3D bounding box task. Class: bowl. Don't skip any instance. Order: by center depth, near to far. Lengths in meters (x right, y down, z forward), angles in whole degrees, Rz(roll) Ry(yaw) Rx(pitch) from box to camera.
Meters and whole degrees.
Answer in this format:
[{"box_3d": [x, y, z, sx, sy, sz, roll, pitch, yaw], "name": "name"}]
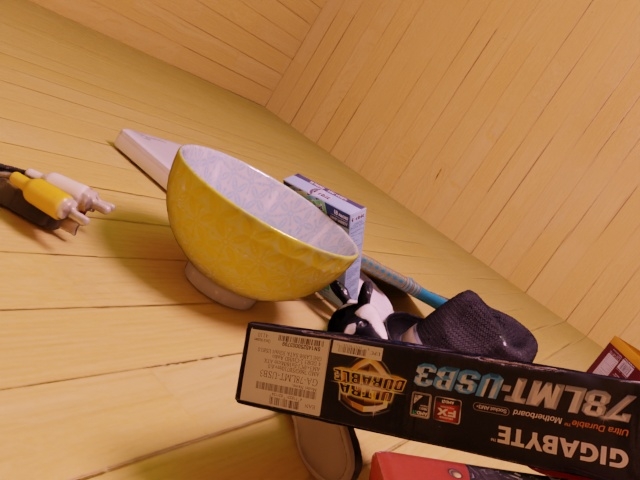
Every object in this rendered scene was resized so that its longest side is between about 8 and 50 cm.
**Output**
[{"box_3d": [-0.106, 0.004, 0.908, 0.289, 0.156, 0.289, 30, 12, -7], "name": "bowl"}]

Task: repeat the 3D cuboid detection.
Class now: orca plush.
[{"box_3d": [0.022, 0.122, 0.912, 0.102, 0.151, 0.287, -1, 21, -5], "name": "orca plush"}]

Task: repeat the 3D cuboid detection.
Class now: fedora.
[{"box_3d": [0.266, 0.186, 1.090, 0.334, 0.152, 0.334, 34, 13, -9], "name": "fedora"}]

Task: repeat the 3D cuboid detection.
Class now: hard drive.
[{"box_3d": [-0.215, -0.095, 1.265, 0.353, 0.047, 0.233, 38, 14, 25], "name": "hard drive"}]

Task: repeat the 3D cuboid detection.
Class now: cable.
[{"box_3d": [-0.390, -0.091, 0.783, 0.287, 0.072, 0.139, 31, 8, -6], "name": "cable"}]

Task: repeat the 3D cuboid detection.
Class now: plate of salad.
[{"box_3d": [0.069, 0.099, 1.218, 0.200, 0.048, 0.200, 41, 12, -10], "name": "plate of salad"}]

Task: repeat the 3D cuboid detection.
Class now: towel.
[{"box_3d": [0.112, 0.051, 1.359, 0.370, 0.040, 0.271, 29, -1, -22], "name": "towel"}]

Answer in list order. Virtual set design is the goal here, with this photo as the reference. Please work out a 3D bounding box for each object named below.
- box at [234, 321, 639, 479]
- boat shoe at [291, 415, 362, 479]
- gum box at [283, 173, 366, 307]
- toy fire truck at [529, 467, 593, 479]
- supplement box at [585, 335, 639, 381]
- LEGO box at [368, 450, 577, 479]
[{"box_3d": [0.130, 0.130, 0.549, 0.293, 0.073, 0.295, 6, -8, 30], "name": "box"}, {"box_3d": [0.007, 0.186, 0.690, 0.065, 0.075, 0.206, 22, 12, -28], "name": "boat shoe"}, {"box_3d": [0.000, 0.000, 1.081, 0.041, 0.184, 0.157, -25, 43, -38], "name": "gum box"}, {"box_3d": [0.327, 0.313, 0.664, 0.302, 0.169, 0.254, 10, -11, 25], "name": "toy fire truck"}, {"box_3d": [0.655, 0.344, 1.352, 0.129, 0.194, 0.191, 31, 13, -7], "name": "supplement box"}, {"box_3d": [0.264, 0.310, 0.264, 0.500, 0.193, 0.372, 11, 17, -10], "name": "LEGO box"}]
